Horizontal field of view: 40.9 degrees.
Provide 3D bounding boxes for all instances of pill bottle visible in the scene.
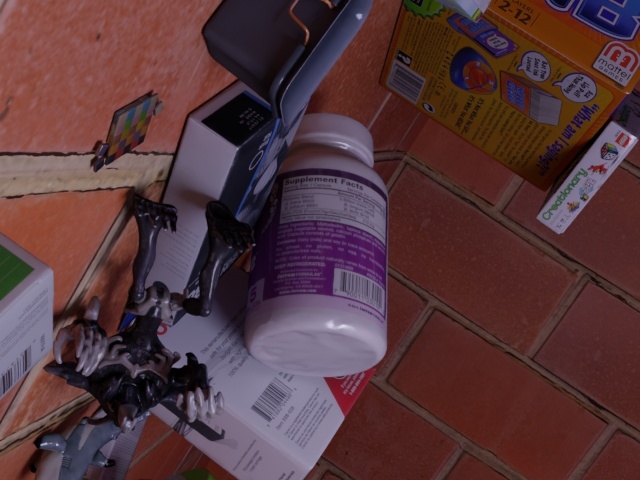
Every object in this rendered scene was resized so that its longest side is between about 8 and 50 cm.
[{"bbox_3d":[0.000,0.000,1.053,0.169,0.169,0.302,112,-16,-59],"label":"pill bottle"}]

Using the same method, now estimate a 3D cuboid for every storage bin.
[{"bbox_3d":[-0.030,-0.180,0.706,0.135,0.091,0.098,-56,173,-9],"label":"storage bin"}]

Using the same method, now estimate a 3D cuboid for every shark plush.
[{"bbox_3d":[-0.270,0.249,1.008,0.161,0.067,0.073,-24,152,-52],"label":"shark plush"}]

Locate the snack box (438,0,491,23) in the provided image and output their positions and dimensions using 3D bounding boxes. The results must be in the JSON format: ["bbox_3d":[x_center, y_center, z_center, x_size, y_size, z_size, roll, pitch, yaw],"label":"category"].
[{"bbox_3d":[0.058,-0.246,0.664,0.070,0.174,0.207,-60,173,17],"label":"snack box"}]

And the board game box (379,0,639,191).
[{"bbox_3d":[0.360,-0.370,1.401,0.356,0.356,0.356,-53,173,-18],"label":"board game box"}]

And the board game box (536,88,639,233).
[{"bbox_3d":[0.457,-0.143,1.427,0.193,0.053,0.305,-58,172,29],"label":"board game box"}]

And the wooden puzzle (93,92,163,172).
[{"bbox_3d":[-0.148,-0.087,0.666,0.083,0.006,0.049,-47,169,-51],"label":"wooden puzzle"}]

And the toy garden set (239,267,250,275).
[{"bbox_3d":[-0.176,0.147,1.375,0.244,0.049,0.204,-57,180,-42],"label":"toy garden set"}]

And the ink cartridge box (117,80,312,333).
[{"bbox_3d":[-0.118,-0.027,0.932,0.165,0.065,0.333,-50,171,-48],"label":"ink cartridge box"}]

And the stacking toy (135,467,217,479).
[{"bbox_3d":[-0.284,0.370,1.127,0.308,0.130,0.279,-25,-168,11],"label":"stacking toy"}]

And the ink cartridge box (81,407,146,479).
[{"bbox_3d":[-0.280,0.246,1.195,0.181,0.056,0.225,100,6,-73],"label":"ink cartridge box"}]

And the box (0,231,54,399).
[{"bbox_3d":[-0.217,0.049,0.485,0.101,0.087,0.102,-51,171,-37],"label":"box"}]

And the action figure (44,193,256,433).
[{"bbox_3d":[-0.164,0.096,0.801,0.141,0.164,0.276,-102,-149,-63],"label":"action figure"}]

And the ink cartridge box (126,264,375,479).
[{"bbox_3d":[-0.098,0.168,1.093,0.197,0.272,0.114,-48,173,-49],"label":"ink cartridge box"}]
